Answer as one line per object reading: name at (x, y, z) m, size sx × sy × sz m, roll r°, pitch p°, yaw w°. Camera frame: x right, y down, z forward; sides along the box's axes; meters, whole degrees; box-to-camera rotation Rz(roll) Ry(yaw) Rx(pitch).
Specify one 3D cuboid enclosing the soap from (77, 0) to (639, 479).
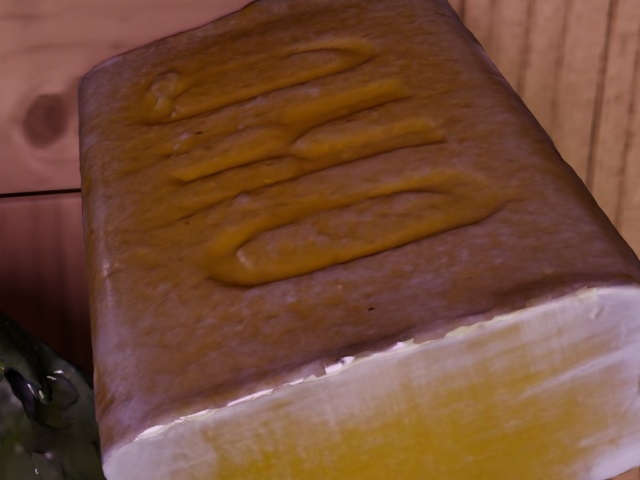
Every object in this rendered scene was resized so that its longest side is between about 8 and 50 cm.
soap at (0.000, 0.000, 0.517) m, size 0.174 × 0.274 × 0.089 m, roll -17°, pitch 121°, yaw -3°

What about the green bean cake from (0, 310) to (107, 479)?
green bean cake at (-0.140, 0.135, 0.582) m, size 0.255 × 0.132 × 0.241 m, roll -17°, pitch 124°, yaw 46°
